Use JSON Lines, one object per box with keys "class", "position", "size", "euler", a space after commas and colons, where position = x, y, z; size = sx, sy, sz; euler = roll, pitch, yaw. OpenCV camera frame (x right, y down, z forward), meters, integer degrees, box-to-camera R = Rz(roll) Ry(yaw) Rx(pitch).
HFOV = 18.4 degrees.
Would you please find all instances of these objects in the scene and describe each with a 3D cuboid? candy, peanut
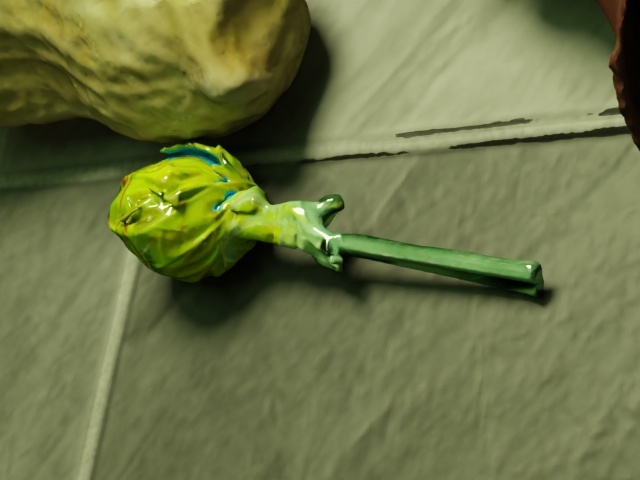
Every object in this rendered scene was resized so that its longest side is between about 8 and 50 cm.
{"class": "candy", "position": [0.000, -0.003, 1.021], "size": [0.262, 0.073, 0.077], "euler": [11, 54, 35]}
{"class": "peanut", "position": [-0.134, -0.141, 1.139], "size": [0.291, 0.143, 0.159], "euler": [7, 65, 36]}

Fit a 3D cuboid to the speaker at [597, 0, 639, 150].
{"class": "speaker", "position": [0.168, -0.210, 0.905], "size": [0.259, 0.198, 0.329], "euler": [-57, 36, 20]}
